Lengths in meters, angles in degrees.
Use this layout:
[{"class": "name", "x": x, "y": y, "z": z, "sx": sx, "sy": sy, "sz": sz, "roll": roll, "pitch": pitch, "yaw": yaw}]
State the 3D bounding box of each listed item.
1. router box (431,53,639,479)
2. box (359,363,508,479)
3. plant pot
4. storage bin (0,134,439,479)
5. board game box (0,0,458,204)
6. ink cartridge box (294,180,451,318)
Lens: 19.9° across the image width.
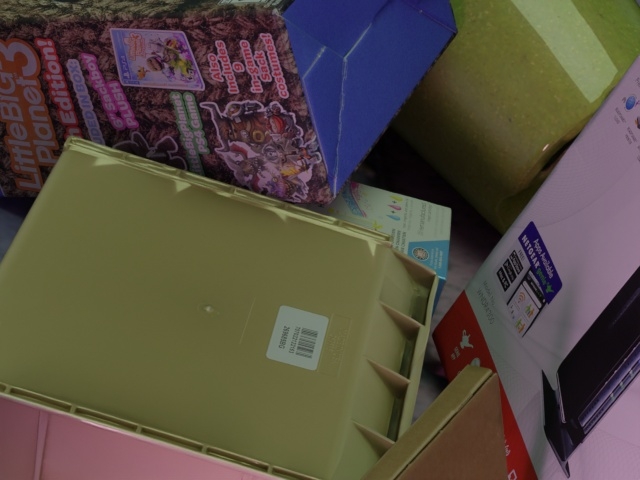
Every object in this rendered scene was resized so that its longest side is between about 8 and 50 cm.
[{"class": "router box", "x": 0.212, "y": 0.065, "z": 1.076, "sx": 0.082, "sy": 0.301, "sz": 0.335, "roll": 20, "pitch": 30, "yaw": -25}, {"class": "box", "x": 0.051, "y": 0.184, "z": 0.973, "sx": 0.021, "sy": 0.164, "sz": 0.201, "roll": 7, "pitch": 27, "yaw": 29}, {"class": "plant pot", "x": 0.146, "y": -0.143, "z": 1.420, "sx": 0.276, "sy": 0.276, "sz": 0.254, "roll": -12, "pitch": 55, "yaw": -36}, {"class": "storage bin", "x": -0.079, "y": 0.084, "z": 1.090, "sx": 0.260, "sy": 0.123, "sz": 0.262, "roll": 18, "pitch": 33, "yaw": 0}, {"class": "board game box", "x": -0.088, "y": -0.146, "z": 1.269, "sx": 0.291, "sy": 0.141, "sz": 0.232, "roll": 2, "pitch": 35, "yaw": 28}, {"class": "ink cartridge box", "x": 0.008, "y": 0.018, "z": 1.249, "sx": 0.143, "sy": 0.090, "sz": 0.092, "roll": 15, "pitch": 34, "yaw": -4}]
